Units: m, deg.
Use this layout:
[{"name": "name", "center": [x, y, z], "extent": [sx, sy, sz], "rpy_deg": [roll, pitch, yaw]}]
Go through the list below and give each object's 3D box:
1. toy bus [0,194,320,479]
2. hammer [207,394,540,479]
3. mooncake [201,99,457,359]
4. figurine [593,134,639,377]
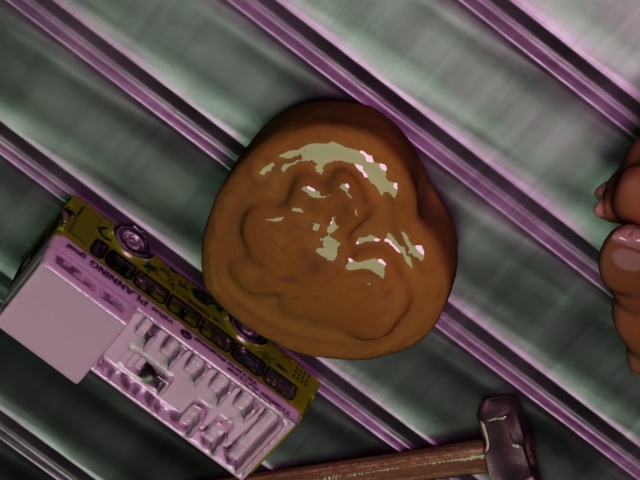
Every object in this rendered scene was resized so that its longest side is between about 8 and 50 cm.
[{"name": "toy bus", "center": [-0.150, 0.097, 1.825], "extent": [0.302, 0.139, 0.113], "rpy_deg": [37, 118, -8]}, {"name": "hammer", "center": [0.032, 0.232, 1.911], "extent": [0.365, 0.043, 0.111], "rpy_deg": [-10, 113, 18]}, {"name": "mooncake", "center": [0.000, 0.000, 1.767], "extent": [0.235, 0.117, 0.235], "rpy_deg": [3, 116, 7]}, {"name": "figurine", "center": [0.326, -0.009, 1.675], "extent": [0.177, 0.173, 0.247], "rpy_deg": [1, 144, 33]}]
